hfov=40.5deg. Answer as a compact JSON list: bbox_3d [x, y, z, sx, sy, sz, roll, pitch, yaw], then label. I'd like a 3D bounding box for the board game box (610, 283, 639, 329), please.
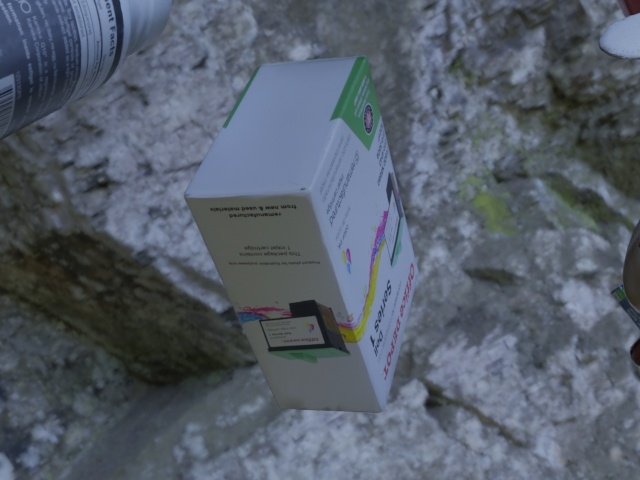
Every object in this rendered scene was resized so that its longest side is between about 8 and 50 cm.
[{"bbox_3d":[0.507,0.110,1.161,0.136,0.201,0.035,-32,-14,-13],"label":"board game box"}]

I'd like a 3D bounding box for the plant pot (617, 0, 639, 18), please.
[{"bbox_3d":[0.500,-0.236,0.993,0.275,0.243,0.275,-17,-1,0],"label":"plant pot"}]

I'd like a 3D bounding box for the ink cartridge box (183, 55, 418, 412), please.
[{"bbox_3d":[0.000,0.000,0.820,0.117,0.278,0.201,-1,42,21],"label":"ink cartridge box"}]

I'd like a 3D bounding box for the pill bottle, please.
[{"bbox_3d":[-0.253,-0.173,0.688,0.162,0.162,0.278,-25,14,40],"label":"pill bottle"}]

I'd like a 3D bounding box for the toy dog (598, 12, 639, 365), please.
[{"bbox_3d":[0.247,-0.047,0.478,0.333,0.220,0.161,-46,2,-30],"label":"toy dog"}]
